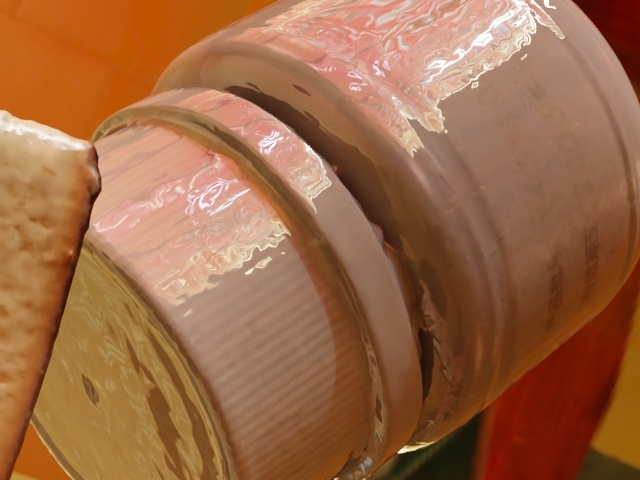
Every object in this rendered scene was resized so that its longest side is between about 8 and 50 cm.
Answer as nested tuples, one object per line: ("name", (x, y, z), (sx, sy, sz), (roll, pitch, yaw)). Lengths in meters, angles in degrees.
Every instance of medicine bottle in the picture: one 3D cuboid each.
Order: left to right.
("medicine bottle", (0.000, 0.000, 0.737), (0.306, 0.245, 0.245), (-33, 4, -35))

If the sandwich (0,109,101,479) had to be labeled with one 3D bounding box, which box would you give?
("sandwich", (-0.162, 0.078, 0.444), (0.220, 0.108, 0.186), (-44, 35, 41))
